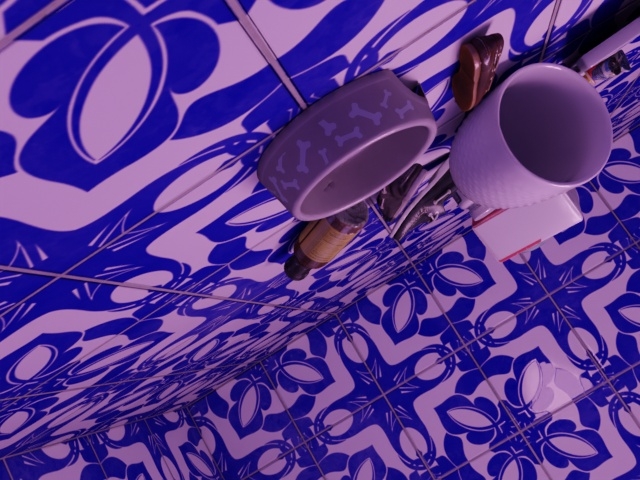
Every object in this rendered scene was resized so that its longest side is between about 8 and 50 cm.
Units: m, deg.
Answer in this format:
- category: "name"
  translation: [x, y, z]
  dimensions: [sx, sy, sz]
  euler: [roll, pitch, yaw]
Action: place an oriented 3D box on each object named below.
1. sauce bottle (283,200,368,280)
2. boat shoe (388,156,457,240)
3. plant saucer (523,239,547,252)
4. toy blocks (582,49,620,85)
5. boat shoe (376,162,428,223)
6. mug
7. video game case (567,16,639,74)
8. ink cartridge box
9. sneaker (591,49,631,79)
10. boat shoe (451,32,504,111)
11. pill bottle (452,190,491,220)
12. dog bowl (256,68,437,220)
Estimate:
- category: "sauce bottle"
  translation: [0.000, 0.000, 1.616]
  dimensions: [0.111, 0.111, 0.344]
  euler: [-22, 166, -35]
- category: "boat shoe"
  translation: [0.302, -0.104, 1.724]
  dimensions: [0.302, 0.091, 0.114]
  euler: [-50, 177, -10]
- category: "plant saucer"
  translation: [0.651, -0.015, 1.968]
  dimensions: [0.195, 0.037, 0.195]
  euler: [-38, -164, 13]
- category: "toy blocks"
  translation: [0.721, -0.441, 1.672]
  dimensions: [0.148, 0.054, 0.123]
  euler: [-36, 179, 27]
- category: "boat shoe"
  translation: [0.192, -0.134, 1.630]
  dimensions: [0.112, 0.096, 0.335]
  euler: [-53, 175, -12]
- category: "mug"
  translation: [0.473, -0.246, 1.489]
  dimensions: [0.374, 0.276, 0.328]
  euler: [-55, -176, -18]
- category: "video game case"
  translation: [0.718, -0.484, 1.454]
  dimensions: [0.329, 0.036, 0.300]
  euler: [-34, 180, 14]
- category: "ink cartridge box"
  translation: [0.628, -0.142, 1.996]
  dimensions: [0.279, 0.160, 0.384]
  euler: [-34, -163, 28]
- category: "sneaker"
  translation: [0.636, -0.382, 1.411]
  dimensions: [0.135, 0.052, 0.058]
  euler: [-24, -177, -42]
- category: "boat shoe"
  translation: [0.297, -0.311, 1.200]
  dimensions: [0.073, 0.073, 0.207]
  euler: [-28, 167, -4]
- category: "pill bottle"
  translation: [0.428, -0.151, 1.845]
  dimensions: [0.108, 0.180, 0.108]
  euler: [-29, 167, -7]
- category: "dog bowl"
  translation: [0.059, -0.159, 1.172]
  dimensions: [0.349, 0.102, 0.348]
  euler: [-30, 166, -8]
